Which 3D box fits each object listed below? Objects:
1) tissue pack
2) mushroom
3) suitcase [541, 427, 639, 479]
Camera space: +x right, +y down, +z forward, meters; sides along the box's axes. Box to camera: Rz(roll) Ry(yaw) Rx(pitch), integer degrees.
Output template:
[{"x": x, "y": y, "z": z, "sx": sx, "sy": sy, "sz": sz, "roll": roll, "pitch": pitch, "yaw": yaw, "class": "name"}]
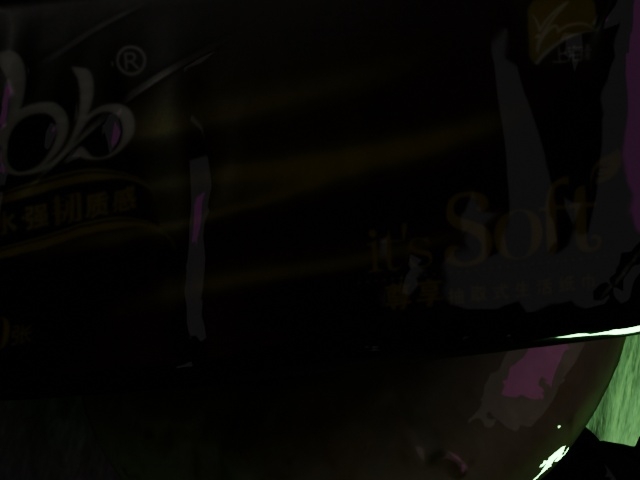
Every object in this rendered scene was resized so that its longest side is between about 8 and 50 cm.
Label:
[{"x": -0.046, "y": -0.039, "z": 0.782, "sx": 0.210, "sy": 0.369, "sz": 0.198, "roll": -132, "pitch": -143, "yaw": -71, "class": "tissue pack"}, {"x": 0.005, "y": 0.012, "z": 1.023, "sx": 0.295, "sy": 0.362, "sz": 0.362, "roll": 52, "pitch": 51, "yaw": -44, "class": "mushroom"}, {"x": 0.063, "y": 0.276, "z": 1.195, "sx": 0.188, "sy": 0.345, "sz": 0.340, "roll": 1, "pitch": 94, "yaw": -66, "class": "suitcase"}]
